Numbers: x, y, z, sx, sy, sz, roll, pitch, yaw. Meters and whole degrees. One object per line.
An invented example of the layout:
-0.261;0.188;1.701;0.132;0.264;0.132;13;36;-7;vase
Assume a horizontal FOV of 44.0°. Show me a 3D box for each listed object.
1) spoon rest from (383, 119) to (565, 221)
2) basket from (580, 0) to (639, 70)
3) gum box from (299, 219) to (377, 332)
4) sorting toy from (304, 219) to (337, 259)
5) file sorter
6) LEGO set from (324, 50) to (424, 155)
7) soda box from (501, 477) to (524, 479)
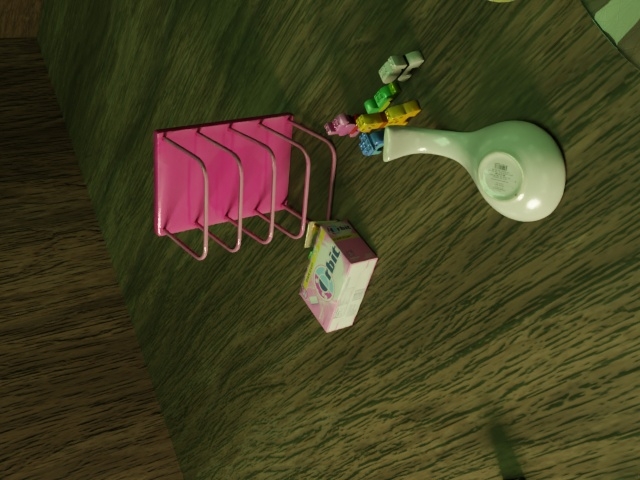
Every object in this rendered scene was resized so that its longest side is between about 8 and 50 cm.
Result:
0.219;-0.114;1.112;0.276;0.084;0.137;23;121;37;spoon rest
0.372;-0.288;0.734;0.227;0.154;0.204;-46;63;49;basket
0.029;0.071;1.466;0.107;0.062;0.188;52;139;35;gum box
0.000;0.000;1.488;0.012;0.062;0.083;-125;38;-49;sorting toy
-0.135;-0.099;1.458;0.182;0.290;0.202;33;127;44;file sorter
0.080;-0.199;1.266;0.227;0.093;0.087;-45;63;53;LEGO set
0.296;0.445;1.177;0.053;0.060;0.169;-34;71;55;soda box
